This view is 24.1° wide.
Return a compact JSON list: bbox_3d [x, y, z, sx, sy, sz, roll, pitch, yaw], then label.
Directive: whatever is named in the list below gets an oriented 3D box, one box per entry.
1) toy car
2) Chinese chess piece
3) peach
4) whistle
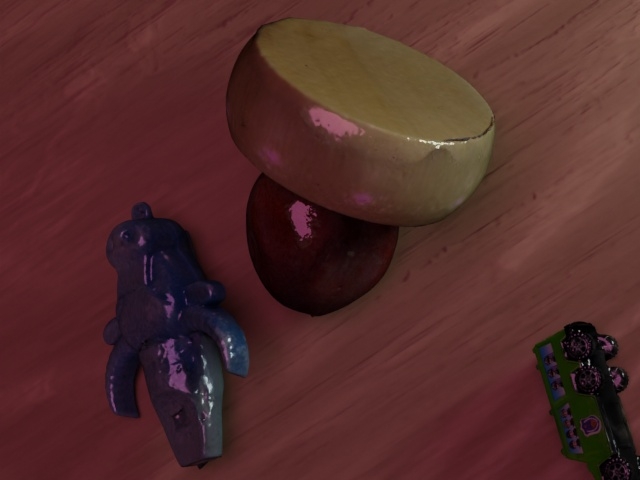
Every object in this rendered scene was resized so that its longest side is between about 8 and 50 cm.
[{"bbox_3d":[0.245,0.156,1.352,0.062,0.071,0.165,-23,74,28],"label":"toy car"},{"bbox_3d":[0.036,-0.110,1.373,0.251,0.251,0.097,31,117,20],"label":"Chinese chess piece"},{"bbox_3d":[0.000,0.000,1.422,0.152,0.152,0.152,-3,79,17],"label":"peach"},{"bbox_3d":[-0.148,0.090,1.473,0.180,0.093,0.269,-25,73,37],"label":"whistle"}]
